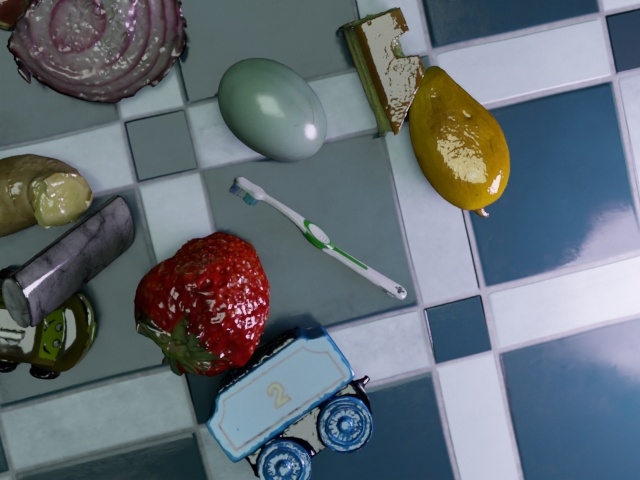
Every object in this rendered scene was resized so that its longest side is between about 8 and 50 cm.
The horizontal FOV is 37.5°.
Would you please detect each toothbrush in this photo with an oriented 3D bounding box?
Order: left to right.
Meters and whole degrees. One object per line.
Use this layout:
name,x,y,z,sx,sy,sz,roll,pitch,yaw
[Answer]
toothbrush,0.003,-0.003,1.882,0.418,0.042,0.040,32,129,-8

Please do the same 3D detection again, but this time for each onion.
onion,-0.407,-0.402,1.765,0.280,0.146,0.314,35,105,-28

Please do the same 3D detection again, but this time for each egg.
egg,-0.090,-0.246,1.791,0.231,0.168,0.168,40,89,-12

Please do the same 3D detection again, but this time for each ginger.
ginger,-0.557,-0.086,1.765,0.267,0.152,0.138,-9,122,12

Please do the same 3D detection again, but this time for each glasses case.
glasses case,-0.451,0.032,1.714,0.060,0.299,0.114,14,127,23

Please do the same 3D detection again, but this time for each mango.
mango,0.272,-0.193,1.864,0.177,0.119,0.316,-27,93,2

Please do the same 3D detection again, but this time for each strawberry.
strawberry,-0.205,0.107,1.779,0.257,0.257,0.276,32,55,-8

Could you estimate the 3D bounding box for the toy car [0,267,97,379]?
toy car,-0.550,0.164,1.750,0.248,0.198,0.204,9,92,-8

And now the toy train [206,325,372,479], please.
toy train,-0.052,0.320,1.831,0.300,0.188,0.265,-36,92,-2

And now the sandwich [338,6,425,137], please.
sandwich,0.135,-0.330,1.839,0.128,0.122,0.235,-20,99,-1

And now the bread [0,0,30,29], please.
bread,-0.603,-0.460,1.767,0.192,0.067,0.119,-35,97,-3
